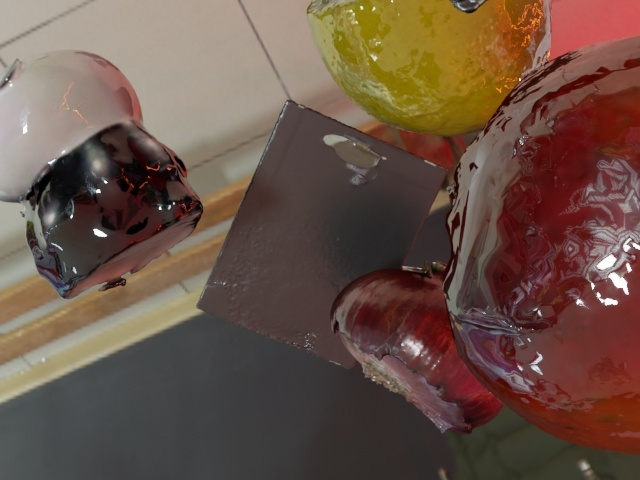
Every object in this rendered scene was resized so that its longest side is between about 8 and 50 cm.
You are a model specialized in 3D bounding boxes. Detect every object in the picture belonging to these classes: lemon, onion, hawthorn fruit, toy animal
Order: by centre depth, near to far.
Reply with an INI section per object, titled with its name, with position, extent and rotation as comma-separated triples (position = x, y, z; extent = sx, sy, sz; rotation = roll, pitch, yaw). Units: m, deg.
[hawthorn fruit]
position = 0.232, 0.000, 0.554
extent = 0.307, 0.265, 0.265
rotation = 0, 142, 25
[toy animal]
position = -0.275, -0.079, 1.024
extent = 0.212, 0.266, 0.212
rotation = -36, 171, -7
[onion]
position = 0.124, 0.125, 1.063
extent = 0.161, 0.248, 0.248
rotation = -36, 135, -2
[lemon]
position = 0.180, -0.309, 1.337
extent = 0.364, 0.364, 0.364
rotation = -9, 135, -9

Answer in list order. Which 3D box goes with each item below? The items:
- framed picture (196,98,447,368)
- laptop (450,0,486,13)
[framed picture]
position = 0.000, 0.000, 1.243
extent = 0.244, 0.013, 0.323
rotation = 23, 104, -9
[laptop]
position = 0.106, -0.238, 0.556
extent = 0.180, 0.129, 0.016
rotation = -43, 173, -12
